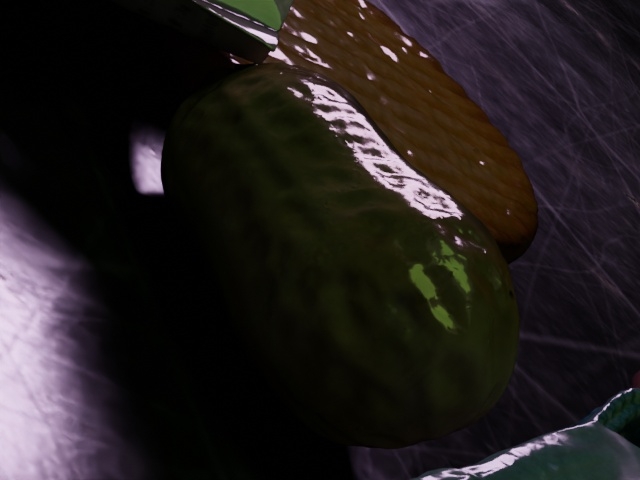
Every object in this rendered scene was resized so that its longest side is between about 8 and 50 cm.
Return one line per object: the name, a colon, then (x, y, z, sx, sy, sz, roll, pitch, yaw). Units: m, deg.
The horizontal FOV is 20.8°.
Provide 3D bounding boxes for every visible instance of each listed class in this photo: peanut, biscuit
peanut: (0.000, 0.000, 0.734, 0.120, 0.110, 0.236, 21, 19, -36)
biscuit: (0.001, -0.097, 1.019, 0.318, 0.040, 0.318, 35, 21, -16)

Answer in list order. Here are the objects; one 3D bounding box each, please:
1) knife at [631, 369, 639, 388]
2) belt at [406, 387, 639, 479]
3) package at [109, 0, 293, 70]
knife: (0.192, 0.140, 0.932, 0.035, 0.018, 0.247, 39, 23, -19)
belt: (0.047, 0.114, 0.554, 0.302, 0.072, 0.087, -9, 48, -49)
package: (-0.112, -0.160, 0.859, 0.204, 0.062, 0.251, 26, 16, -9)
